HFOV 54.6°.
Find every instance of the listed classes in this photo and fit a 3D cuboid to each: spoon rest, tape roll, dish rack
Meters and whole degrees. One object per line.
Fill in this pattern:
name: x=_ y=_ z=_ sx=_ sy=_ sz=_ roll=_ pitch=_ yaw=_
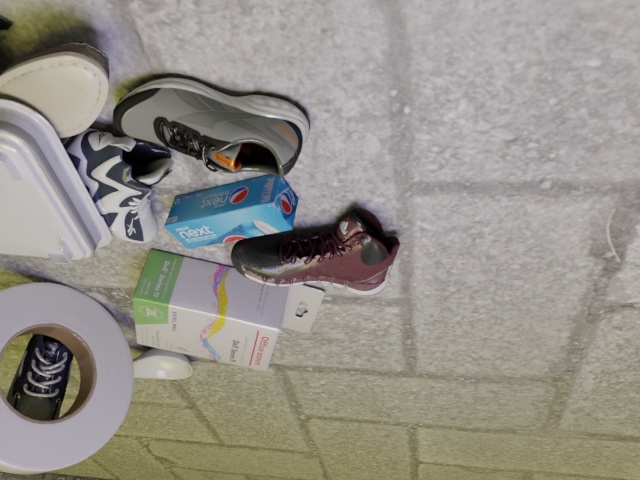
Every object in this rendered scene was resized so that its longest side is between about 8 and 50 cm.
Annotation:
spoon rest: x=-0.456 y=0.307 z=1.554 sx=0.276 sy=0.084 sz=0.137 roll=9 pitch=144 yaw=2
tape roll: x=-0.579 y=0.279 z=1.288 sx=0.392 sy=0.392 sz=0.072 roll=35 pitch=138 yaw=-30
dish rack: x=-0.487 y=-0.066 z=0.901 sx=0.286 sy=0.072 sz=0.333 roll=5 pitch=145 yaw=6

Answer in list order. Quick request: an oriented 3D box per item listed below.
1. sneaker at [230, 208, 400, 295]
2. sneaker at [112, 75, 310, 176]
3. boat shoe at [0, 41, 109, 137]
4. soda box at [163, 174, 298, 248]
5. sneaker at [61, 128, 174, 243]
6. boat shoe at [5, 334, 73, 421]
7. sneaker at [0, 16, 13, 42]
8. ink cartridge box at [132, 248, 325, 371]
sneaker: x=0.000 y=0.000 z=1.031 sx=0.281 sy=0.106 sz=0.162 roll=6 pitch=140 yaw=-13
sneaker: x=-0.155 y=-0.149 z=0.845 sx=0.272 sy=0.108 sz=0.100 roll=8 pitch=146 yaw=4
boat shoe: x=-0.391 y=-0.189 z=0.852 sx=0.324 sy=0.096 sz=0.116 roll=-23 pitch=133 yaw=37
soda box: x=-0.146 y=-0.046 z=1.016 sx=0.210 sy=0.067 sz=0.071 roll=-9 pitch=140 yaw=25
sneaker: x=-0.284 y=-0.079 z=0.978 sx=0.153 sy=0.094 sz=0.235 roll=2 pitch=134 yaw=24
boat shoe: x=-0.629 y=0.306 z=1.392 sx=0.127 sy=0.340 sz=0.158 roll=13 pitch=135 yaw=-24
sneaker: x=-0.477 y=-0.304 z=0.759 sx=0.089 sy=0.051 sz=0.170 roll=-11 pitch=144 yaw=25
ink cartridge box: x=-0.184 y=0.156 z=1.253 sx=0.353 sy=0.119 sz=0.207 roll=13 pitch=144 yaw=-4
